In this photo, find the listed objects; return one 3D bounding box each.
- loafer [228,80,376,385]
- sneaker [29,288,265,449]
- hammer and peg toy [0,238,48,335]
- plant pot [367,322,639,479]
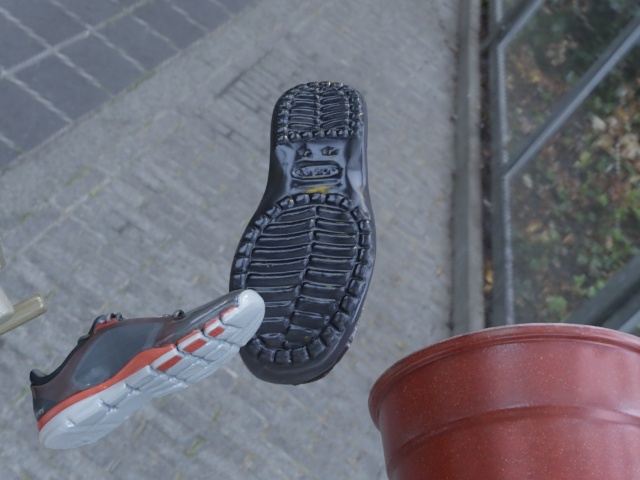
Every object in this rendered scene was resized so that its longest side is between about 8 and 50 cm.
[{"bbox_3d":[0.000,0.000,1.012,0.133,0.130,0.366,4,51,10],"label":"loafer"},{"bbox_3d":[-0.111,0.062,0.604,0.065,0.158,0.061,59,-4,25],"label":"sneaker"},{"bbox_3d":[-0.390,0.057,0.869,0.266,0.361,0.127,-32,85,-19],"label":"hammer and peg toy"},{"bbox_3d":[0.177,0.248,0.804,0.272,0.272,0.265,19,51,-25],"label":"plant pot"}]
